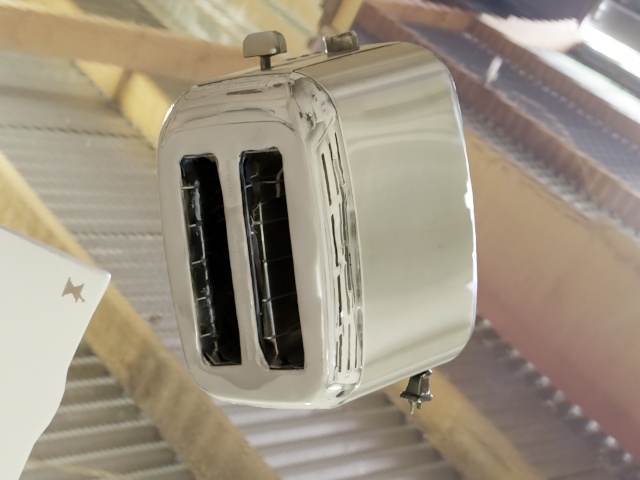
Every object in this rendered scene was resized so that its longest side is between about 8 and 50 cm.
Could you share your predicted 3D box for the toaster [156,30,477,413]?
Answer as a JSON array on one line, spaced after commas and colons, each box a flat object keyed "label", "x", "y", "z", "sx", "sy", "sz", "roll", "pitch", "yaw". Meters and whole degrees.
[{"label": "toaster", "x": 0.000, "y": 0.000, "z": 0.610, "sx": 0.129, "sy": 0.227, "sz": 0.146, "roll": 0, "pitch": -171, "yaw": 36}]

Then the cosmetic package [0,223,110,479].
[{"label": "cosmetic package", "x": -0.363, "y": 0.063, "z": 0.893, "sx": 0.385, "sy": 0.217, "sz": 0.156, "roll": 11, "pitch": 165, "yaw": 46}]
